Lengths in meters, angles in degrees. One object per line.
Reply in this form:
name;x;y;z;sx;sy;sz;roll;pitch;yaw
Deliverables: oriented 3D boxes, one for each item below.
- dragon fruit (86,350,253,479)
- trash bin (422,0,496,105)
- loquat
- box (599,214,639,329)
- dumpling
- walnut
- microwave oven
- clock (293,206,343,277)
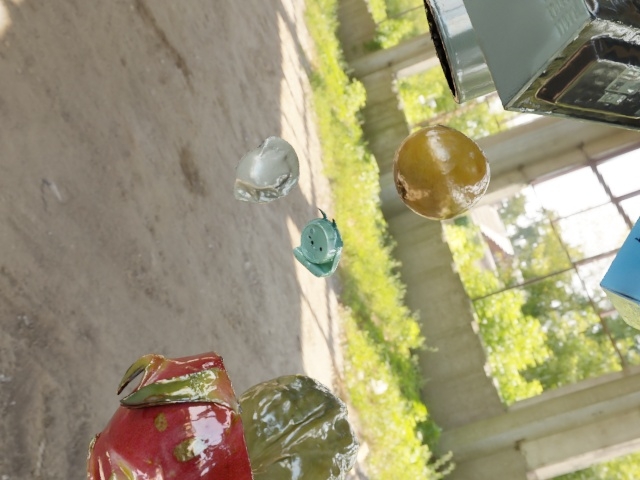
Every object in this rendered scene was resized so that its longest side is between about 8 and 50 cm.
dragon fruit;-0.218;0.317;1.049;0.305;0.226;0.305;168;-90;-77
trash bin;0.337;-0.388;1.340;0.277;0.263;0.217;-89;159;-67
loquat;0.321;-0.188;2.015;0.263;0.263;0.263;-19;90;-80
box;0.487;0.007;1.019;0.083;0.232;0.142;25;-10;44
dumpling;-0.133;-0.166;1.862;0.150;0.176;0.092;35;-22;2
walnut;-0.063;0.439;1.621;0.277;0.253;0.282;-20;96;-46
microwave oven;0.366;-0.280;0.944;0.181;0.295;0.237;-51;-136;49
clock;0.000;0.000;1.519;0.041;0.135;0.101;-8;37;-43
